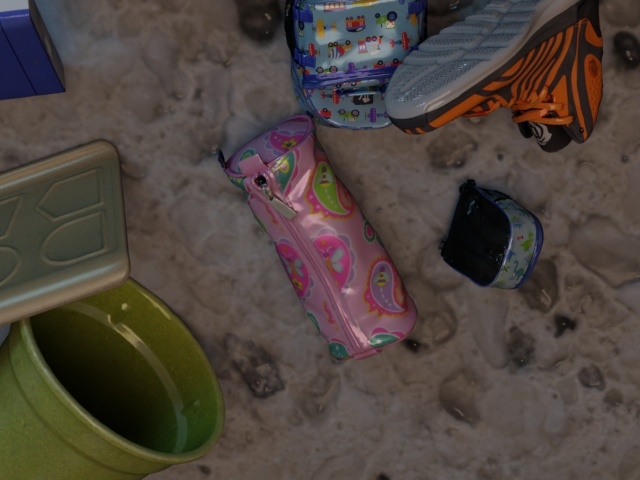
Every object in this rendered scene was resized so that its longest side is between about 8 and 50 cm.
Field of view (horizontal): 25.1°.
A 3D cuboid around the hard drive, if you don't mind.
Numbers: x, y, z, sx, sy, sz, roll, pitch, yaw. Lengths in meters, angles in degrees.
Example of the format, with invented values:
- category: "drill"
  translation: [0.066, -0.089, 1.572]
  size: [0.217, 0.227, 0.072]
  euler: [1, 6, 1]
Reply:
- category: "hard drive"
  translation: [-0.439, -0.184, 1.479]
  size: [0.318, 0.210, 0.040]
  euler: [-7, 75, -2]

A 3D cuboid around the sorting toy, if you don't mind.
- category: "sorting toy"
  translation: [-0.353, 0.016, 1.551]
  size: [0.307, 0.229, 0.041]
  euler: [-19, 131, 3]

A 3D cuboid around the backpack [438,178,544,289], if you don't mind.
- category: "backpack"
  translation: [0.204, 0.001, 1.641]
  size: [0.084, 0.114, 0.105]
  euler: [8, 109, -29]

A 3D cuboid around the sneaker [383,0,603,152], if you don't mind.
- category: "sneaker"
  translation: [0.207, -0.155, 1.516]
  size: [0.321, 0.124, 0.180]
  euler: [-37, 121, -30]

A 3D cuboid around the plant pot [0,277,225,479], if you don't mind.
- category: "plant pot"
  translation: [-0.293, 0.204, 1.618]
  size: [0.276, 0.276, 0.254]
  euler: [39, 115, -17]

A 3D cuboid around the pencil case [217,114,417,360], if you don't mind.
- category: "pencil case"
  translation: [0.000, 0.000, 1.620]
  size: [0.124, 0.124, 0.284]
  euler: [-27, 112, 6]

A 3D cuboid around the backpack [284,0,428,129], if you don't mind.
- category: "backpack"
  translation: [0.040, -0.194, 1.555]
  size: [0.158, 0.117, 0.173]
  euler: [-2, 114, -3]
